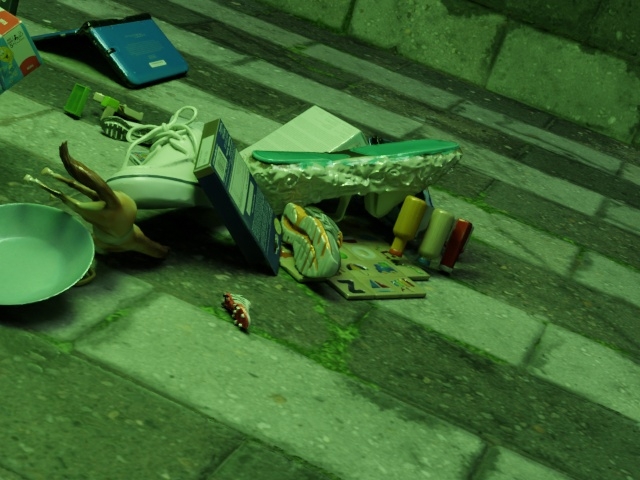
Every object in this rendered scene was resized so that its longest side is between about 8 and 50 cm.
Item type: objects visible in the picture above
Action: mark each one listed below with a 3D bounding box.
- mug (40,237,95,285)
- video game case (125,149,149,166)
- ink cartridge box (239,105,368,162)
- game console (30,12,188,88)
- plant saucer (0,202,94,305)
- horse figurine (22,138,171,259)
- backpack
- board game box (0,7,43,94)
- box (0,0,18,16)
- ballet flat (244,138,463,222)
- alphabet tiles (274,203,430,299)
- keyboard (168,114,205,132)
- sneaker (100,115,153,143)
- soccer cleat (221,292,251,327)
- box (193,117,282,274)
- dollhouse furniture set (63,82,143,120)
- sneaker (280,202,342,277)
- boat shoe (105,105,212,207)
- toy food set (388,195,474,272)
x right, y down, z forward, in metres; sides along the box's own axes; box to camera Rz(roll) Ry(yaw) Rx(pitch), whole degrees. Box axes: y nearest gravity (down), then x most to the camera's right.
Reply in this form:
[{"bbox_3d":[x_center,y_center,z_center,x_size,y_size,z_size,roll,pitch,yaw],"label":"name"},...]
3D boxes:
[{"bbox_3d":[-0.341,0.019,1.505,0.078,0.062,0.064,21,27,26],"label":"mug"},{"bbox_3d":[-0.283,-0.130,2.000,0.087,0.011,0.122,1,27,-38],"label":"video game case"},{"bbox_3d":[-0.051,-0.151,2.078,0.232,0.066,0.189,-37,34,-11],"label":"ink cartridge box"},{"bbox_3d":[-0.481,-0.420,2.549,0.250,0.173,0.293,52,25,0],"label":"game console"},{"bbox_3d":[-0.385,0.026,1.425,0.194,0.037,0.195,4,41,-4],"label":"plant saucer"},{"bbox_3d":[-0.306,-0.038,1.542,0.174,0.066,0.263,22,-22,7],"label":"horse figurine"},{"bbox_3d":[0.132,-0.096,2.114,0.158,0.117,0.173,3,61,-53],"label":"backpack"},{"bbox_3d":[-0.636,-0.268,1.702,0.308,0.086,0.302,32,64,33],"label":"board game box"},{"bbox_3d":[-0.649,-0.399,2.015,0.184,0.261,0.103,13,21,-12],"label":"box"},{"bbox_3d":[0.053,-0.101,1.956,0.408,0.147,0.147,-5,28,-21],"label":"ballet flat"},{"bbox_3d":[0.012,0.011,1.896,0.285,0.011,0.342,0,27,-40],"label":"alphabet tiles"},{"bbox_3d":[-0.270,-0.199,2.192,0.072,0.014,0.256,11,21,-5],"label":"keyboard"},{"bbox_3d":[-0.359,-0.204,2.099,0.109,0.040,0.044,17,4,-14],"label":"sneaker"},{"bbox_3d":[-0.108,0.096,1.551,0.035,0.029,0.083,2,21,-29],"label":"soccer cleat"},{"bbox_3d":[-0.123,-0.060,1.725,0.036,0.225,0.136,-20,33,16],"label":"box"},{"bbox_3d":[-0.419,-0.249,2.172,0.076,0.059,0.151,23,0,34],"label":"dollhouse furniture set"},{"bbox_3d":[0.000,0.000,1.784,0.083,0.084,0.215,15,19,-23],"label":"sneaker"},{"bbox_3d":[-0.221,-0.129,1.733,0.135,0.157,0.367,-3,2,21],"label":"boat shoe"},{"bbox_3d":[0.200,-0.002,1.989,0.111,0.105,0.232,23,1,17],"label":"toy food set"}]
